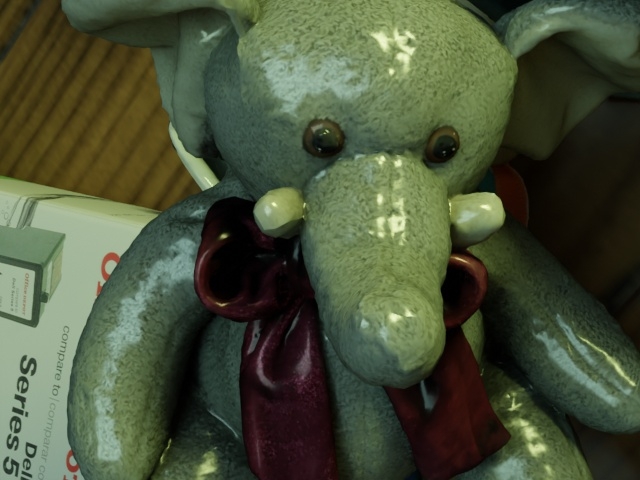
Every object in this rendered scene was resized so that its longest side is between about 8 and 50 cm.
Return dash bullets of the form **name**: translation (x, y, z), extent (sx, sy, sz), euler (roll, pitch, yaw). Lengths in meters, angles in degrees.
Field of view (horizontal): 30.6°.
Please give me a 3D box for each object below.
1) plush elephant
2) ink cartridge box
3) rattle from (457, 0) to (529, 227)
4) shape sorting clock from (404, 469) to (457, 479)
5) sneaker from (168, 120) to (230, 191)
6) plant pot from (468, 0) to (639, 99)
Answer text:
- **plush elephant**: translation (0.018, 0.007, 0.491), extent (0.271, 0.255, 0.330), euler (-3, 58, -3)
- **ink cartridge box**: translation (-0.196, 0.064, 0.816), extent (0.272, 0.114, 0.199), euler (12, 93, 33)
- **rattle**: translation (0.113, -0.106, 0.681), extent (0.200, 0.142, 0.130), euler (60, 150, 4)
- **shape sorting clock**: translation (-0.017, 0.122, 0.653), extent (0.206, 0.206, 0.040), euler (15, 117, 32)
- **sneaker**: translation (0.000, 0.000, 0.699), extent (0.258, 0.091, 0.094), euler (42, 126, 32)
- **plant pot**: translation (0.214, -0.206, 0.500), extent (0.247, 0.247, 0.252), euler (7, 86, 32)
